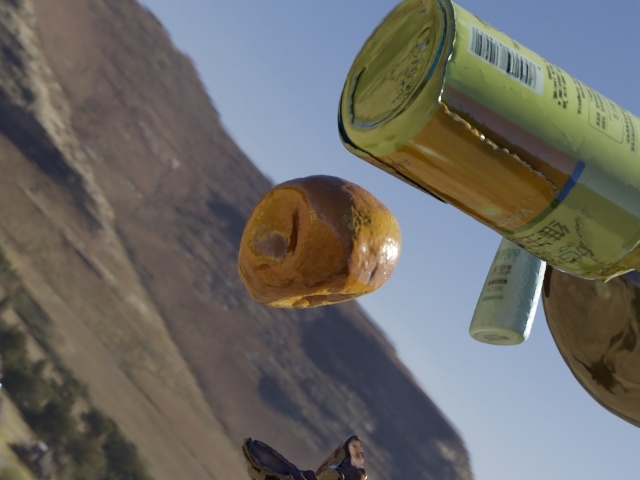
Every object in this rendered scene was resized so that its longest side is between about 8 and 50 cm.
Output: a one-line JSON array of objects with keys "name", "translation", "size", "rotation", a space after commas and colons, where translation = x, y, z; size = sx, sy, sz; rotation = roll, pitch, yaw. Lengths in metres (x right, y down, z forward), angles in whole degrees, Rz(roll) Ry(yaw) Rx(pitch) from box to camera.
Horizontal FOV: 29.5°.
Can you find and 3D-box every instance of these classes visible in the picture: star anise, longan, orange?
[{"name": "star anise", "translation": [0.018, 0.398, 1.533], "size": [0.293, 0.349, 0.109], "rotation": [16, -33, -14]}, {"name": "longan", "translation": [0.385, 0.081, 1.394], "size": [0.300, 0.243, 0.300], "rotation": [47, 1, -1]}, {"name": "orange", "translation": [0.000, 0.000, 1.790], "size": [0.249, 0.249, 0.183], "rotation": [80, 3, -82]}]

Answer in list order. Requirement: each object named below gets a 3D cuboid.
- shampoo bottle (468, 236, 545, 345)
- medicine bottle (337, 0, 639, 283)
[{"name": "shampoo bottle", "translation": [0.196, 0.008, 1.168], "size": [0.041, 0.190, 0.069], "rotation": [31, -23, -25]}, {"name": "medicine bottle", "translation": [0.134, -0.059, 0.801], "size": [0.239, 0.124, 0.124], "rotation": [28, 5, -25]}]
